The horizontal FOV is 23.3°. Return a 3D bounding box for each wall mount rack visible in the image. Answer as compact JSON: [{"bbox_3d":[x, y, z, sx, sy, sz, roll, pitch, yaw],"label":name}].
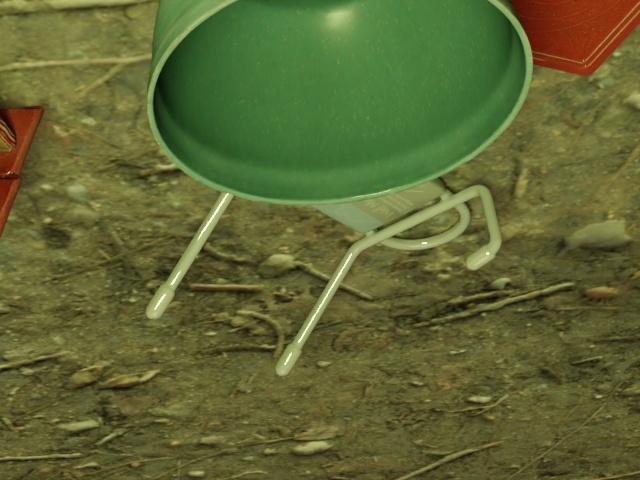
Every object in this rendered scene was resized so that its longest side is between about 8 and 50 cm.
[{"bbox_3d":[0.000,0.000,1.585,0.304,0.130,0.350,-28,142,29],"label":"wall mount rack"}]

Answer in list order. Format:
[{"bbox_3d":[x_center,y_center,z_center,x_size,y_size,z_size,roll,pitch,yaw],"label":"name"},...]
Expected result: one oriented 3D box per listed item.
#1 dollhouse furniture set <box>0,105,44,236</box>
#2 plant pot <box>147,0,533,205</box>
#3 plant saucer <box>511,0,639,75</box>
[{"bbox_3d":[-0.462,-0.104,1.342,0.374,0.152,0.201,2,152,18],"label":"dollhouse furniture set"},{"bbox_3d":[0.005,-0.189,1.222,0.293,0.196,0.293,-6,149,-3],"label":"plant pot"},{"bbox_3d":[0.200,-0.236,1.332,0.258,0.048,0.259,9,145,-25],"label":"plant saucer"}]
